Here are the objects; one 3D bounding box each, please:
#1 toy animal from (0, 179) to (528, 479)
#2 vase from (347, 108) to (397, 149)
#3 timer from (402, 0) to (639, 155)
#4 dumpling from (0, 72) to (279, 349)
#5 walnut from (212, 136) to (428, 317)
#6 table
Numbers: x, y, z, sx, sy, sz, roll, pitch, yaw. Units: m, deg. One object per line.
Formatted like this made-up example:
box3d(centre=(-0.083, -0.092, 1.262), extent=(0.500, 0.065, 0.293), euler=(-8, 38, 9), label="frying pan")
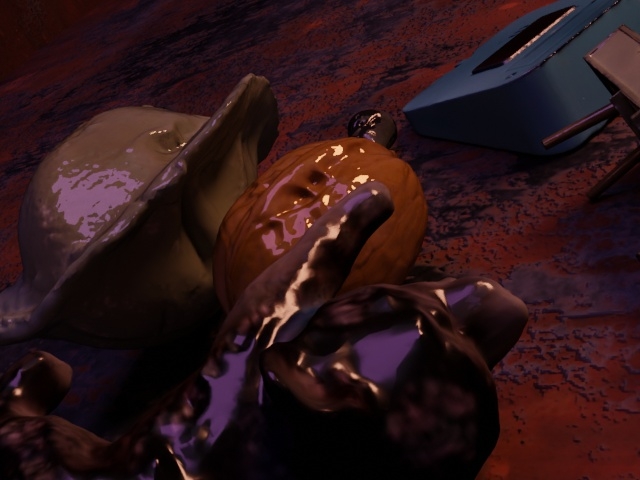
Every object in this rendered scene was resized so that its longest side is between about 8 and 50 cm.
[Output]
box3d(centre=(-0.023, 0.133, 0.485), extent=(0.344, 0.194, 0.303), euler=(-32, 23, 1), label="toy animal")
box3d(centre=(0.042, -0.078, 0.889), extent=(0.059, 0.059, 0.167), euler=(-14, 32, 25), label="vase")
box3d(centre=(0.235, -0.185, 0.905), extent=(0.232, 0.091, 0.250), euler=(-39, 19, -17), label="timer")
box3d(centre=(-0.169, -0.029, 0.770), extent=(0.211, 0.270, 0.321), euler=(6, 60, 6), label="dumpling")
box3d(centre=(0.000, 0.000, 0.697), extent=(0.207, 0.159, 0.159), euler=(-48, 33, -15), label="walnut")
box3d(centre=(0.255, -0.047, 0.601), extent=(0.111, 0.121, 0.240), euler=(-41, 25, 16), label="table")
